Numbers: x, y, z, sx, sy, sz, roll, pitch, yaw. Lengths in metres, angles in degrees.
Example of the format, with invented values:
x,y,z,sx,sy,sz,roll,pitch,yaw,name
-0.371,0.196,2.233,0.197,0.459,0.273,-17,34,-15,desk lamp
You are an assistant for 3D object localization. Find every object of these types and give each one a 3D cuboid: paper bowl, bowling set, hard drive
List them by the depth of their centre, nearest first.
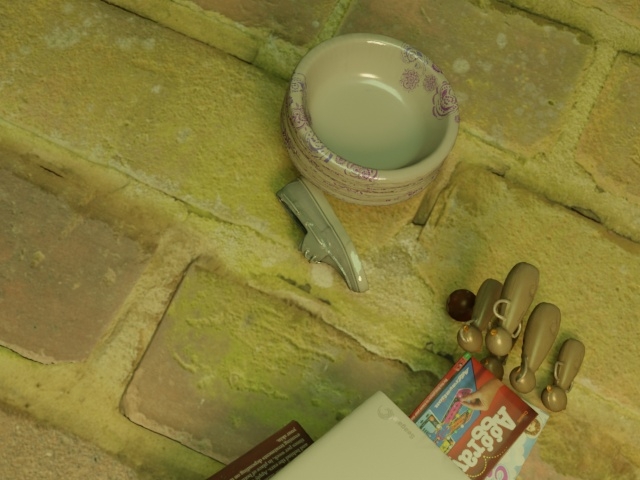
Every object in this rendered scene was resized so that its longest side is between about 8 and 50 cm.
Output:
x,y,z,sx,sy,sz,roll,pitch,yaw,name
0.039,0.372,1.597,0.307,0.040,0.203,-36,66,-24,hard drive
0.278,0.162,1.815,0.200,0.287,0.154,2,55,41,bowling set
0.074,-0.187,1.890,0.284,0.148,0.284,5,63,-10,paper bowl

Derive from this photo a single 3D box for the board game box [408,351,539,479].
x,y,z,sx,sy,sz,roll,pitch,yaw,name
0.182,0.315,1.716,0.145,0.027,0.281,41,74,9,board game box

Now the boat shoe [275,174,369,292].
x,y,z,sx,sy,sz,roll,pitch,yaw,name
0.000,-0.001,1.877,0.081,0.079,0.227,-28,70,-6,boat shoe

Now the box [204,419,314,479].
x,y,z,sx,sy,sz,roll,pitch,yaw,name
0.002,0.467,1.637,0.191,0.143,0.381,-31,62,-21,box

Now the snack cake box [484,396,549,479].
x,y,z,sx,sy,sz,roll,pitch,yaw,name
0.220,0.347,1.770,0.152,0.089,0.264,30,72,6,snack cake box
